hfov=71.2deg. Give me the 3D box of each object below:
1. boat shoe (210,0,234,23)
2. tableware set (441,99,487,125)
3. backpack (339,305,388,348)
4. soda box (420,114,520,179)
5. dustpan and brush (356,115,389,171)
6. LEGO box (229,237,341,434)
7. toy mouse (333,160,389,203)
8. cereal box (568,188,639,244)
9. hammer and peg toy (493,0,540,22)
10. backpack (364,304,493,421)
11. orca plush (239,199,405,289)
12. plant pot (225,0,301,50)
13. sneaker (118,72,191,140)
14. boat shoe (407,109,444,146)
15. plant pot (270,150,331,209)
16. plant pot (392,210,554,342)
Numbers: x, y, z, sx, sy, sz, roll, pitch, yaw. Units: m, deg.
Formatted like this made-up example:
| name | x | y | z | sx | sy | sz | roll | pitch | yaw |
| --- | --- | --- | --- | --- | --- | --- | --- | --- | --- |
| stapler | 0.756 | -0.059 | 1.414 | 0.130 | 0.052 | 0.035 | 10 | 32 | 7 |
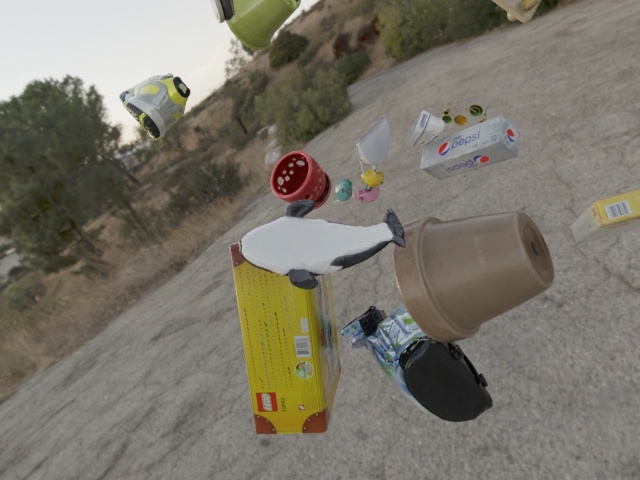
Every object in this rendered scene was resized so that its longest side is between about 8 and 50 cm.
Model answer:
| name | x | y | z | sx | sy | sz | roll | pitch | yaw |
| --- | --- | --- | --- | --- | --- | --- | --- | --- | --- |
| boat shoe | -0.130 | -0.382 | 0.610 | 0.064 | 0.206 | 0.075 | -11 | -26 | -6 |
| tableware set | 0.500 | -0.434 | 1.556 | 0.154 | 0.104 | 0.024 | 17 | 60 | 21 |
| backpack | 0.162 | 0.324 | 1.575 | 0.173 | 0.117 | 0.158 | -34 | -25 | 10 |
| soda box | 0.443 | -0.271 | 1.345 | 0.286 | 0.098 | 0.091 | -14 | 60 | 54 |
| dustpan and brush | 0.172 | -0.267 | 1.408 | 0.060 | 0.211 | 0.147 | 19 | 56 | 43 |
| LEGO box | -0.076 | 0.217 | 1.265 | 0.192 | 0.501 | 0.372 | -5 | 8 | 9 |
| toy mouse | 0.083 | -0.106 | 0.987 | 0.143 | 0.031 | 0.161 | -29 | -26 | 33 |
| cereal box | 0.563 | -0.050 | 0.804 | 0.172 | 0.048 | 0.240 | -17 | -13 | 16 |
| hammer and peg toy | 0.517 | -0.833 | 1.301 | 0.266 | 0.361 | 0.127 | -62 | 9 | -4 |
| backpack | 0.276 | 0.329 | 1.277 | 0.273 | 0.290 | 0.356 | -39 | 20 | 14 |
| orca plush | 0.000 | 0.000 | 0.813 | 0.287 | 0.151 | 0.102 | -21 | -5 | -10 |
| plant pot | -0.228 | -0.983 | 1.851 | 0.253 | 0.276 | 0.276 | -17 | 23 | 40 |
| sneaker | -0.419 | -0.353 | 1.162 | 0.147 | 0.145 | 0.384 | -42 | 34 | -7 |
| boat shoe | 0.323 | -0.329 | 1.372 | 0.258 | 0.084 | 0.095 | -51 | -18 | -80 |
| plant pot | -0.064 | -0.219 | 1.683 | 0.191 | 0.174 | 0.191 | -12 | 68 | 32 |
| plant pot | 0.306 | 0.048 | 0.871 | 0.229 | 0.263 | 0.263 | -26 | 18 | 39 |
